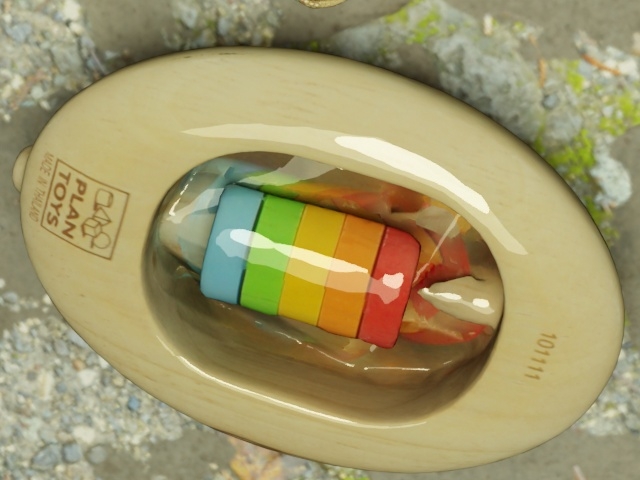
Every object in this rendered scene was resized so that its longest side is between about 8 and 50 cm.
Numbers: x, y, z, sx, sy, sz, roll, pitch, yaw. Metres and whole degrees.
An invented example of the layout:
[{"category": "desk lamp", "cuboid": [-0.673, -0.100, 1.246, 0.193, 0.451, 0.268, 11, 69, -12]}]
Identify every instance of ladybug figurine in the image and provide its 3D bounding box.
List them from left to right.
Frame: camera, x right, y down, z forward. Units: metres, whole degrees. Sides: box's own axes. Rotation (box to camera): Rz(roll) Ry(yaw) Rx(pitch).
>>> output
[{"category": "ladybug figurine", "cuboid": [0.000, 0.000, 1.439, 0.449, 0.162, 0.305, 20, 116, 2]}]

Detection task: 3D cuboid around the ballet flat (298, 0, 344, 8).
[{"category": "ballet flat", "cuboid": [0.056, -0.227, 1.381, 0.073, 0.067, 0.206, 45, 114, -8]}]
